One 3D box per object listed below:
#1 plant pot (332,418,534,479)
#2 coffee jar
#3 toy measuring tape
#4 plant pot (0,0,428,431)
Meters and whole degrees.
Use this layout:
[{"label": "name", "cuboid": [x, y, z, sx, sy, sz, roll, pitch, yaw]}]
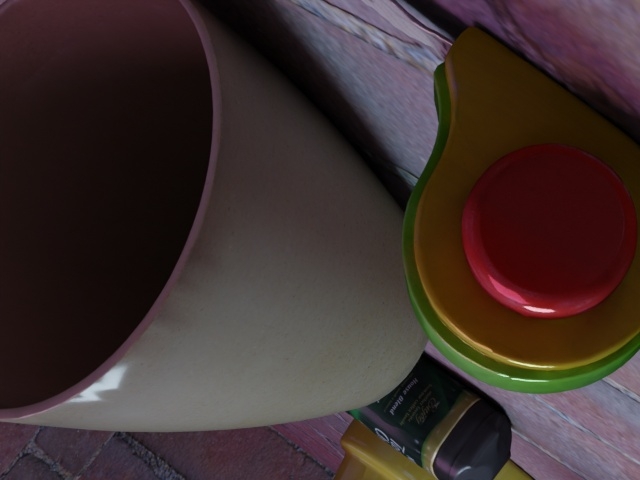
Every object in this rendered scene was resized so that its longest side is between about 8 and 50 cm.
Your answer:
[{"label": "plant pot", "cuboid": [0.094, 0.312, 2.011, 0.254, 0.239, 0.254, 37, 171, 7]}, {"label": "coffee jar", "cuboid": [0.079, 0.142, 1.706, 0.184, 0.079, 0.096, 34, 171, 23]}, {"label": "toy measuring tape", "cuboid": [0.040, -0.031, 0.823, 0.330, 0.121, 0.121, 37, 172, 9]}, {"label": "plant pot", "cuboid": [-0.061, 0.006, 1.142, 0.274, 0.256, 0.256, 23, -175, -46]}]
